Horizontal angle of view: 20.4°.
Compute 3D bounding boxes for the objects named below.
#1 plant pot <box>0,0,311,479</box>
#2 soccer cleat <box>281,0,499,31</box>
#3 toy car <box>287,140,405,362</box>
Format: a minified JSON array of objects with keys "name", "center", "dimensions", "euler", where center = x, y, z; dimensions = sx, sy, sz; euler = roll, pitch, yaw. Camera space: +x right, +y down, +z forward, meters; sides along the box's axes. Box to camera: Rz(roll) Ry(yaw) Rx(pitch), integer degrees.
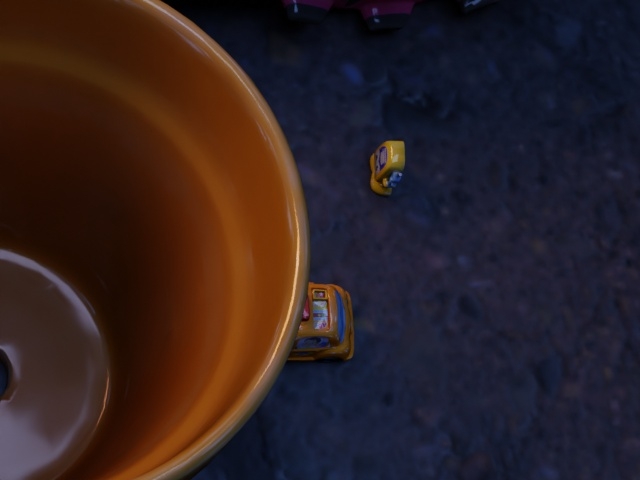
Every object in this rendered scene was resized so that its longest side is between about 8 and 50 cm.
[{"name":"plant pot","center":[-0.124,0.026,0.679],"dimensions":[0.205,0.188,0.205],"euler":[5,68,-13]},{"name":"soccer cleat","center":[-0.042,-0.172,0.805],"dimensions":[0.331,0.116,0.143],"euler":[-7,75,-16]},{"name":"toy car","center":[0.000,0.000,0.803],"dimensions":[0.060,0.040,0.122],"euler":[18,70,-8]}]
